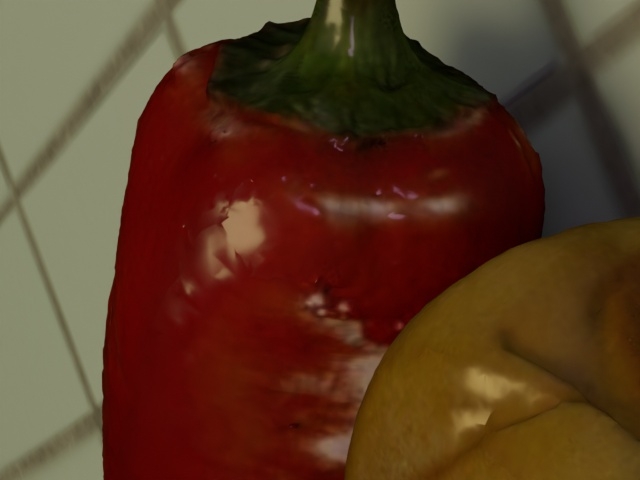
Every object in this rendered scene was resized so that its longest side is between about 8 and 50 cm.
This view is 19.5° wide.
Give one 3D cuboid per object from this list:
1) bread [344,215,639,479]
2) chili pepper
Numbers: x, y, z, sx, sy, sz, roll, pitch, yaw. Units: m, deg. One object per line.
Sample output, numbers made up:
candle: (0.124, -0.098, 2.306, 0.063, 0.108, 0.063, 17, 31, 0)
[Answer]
bread: (0.121, 0.139, 0.448, 0.294, 0.132, 0.167, 54, 141, 34)
chili pepper: (0.003, 0.003, 0.560, 0.134, 0.131, 0.338, 22, 134, 10)
